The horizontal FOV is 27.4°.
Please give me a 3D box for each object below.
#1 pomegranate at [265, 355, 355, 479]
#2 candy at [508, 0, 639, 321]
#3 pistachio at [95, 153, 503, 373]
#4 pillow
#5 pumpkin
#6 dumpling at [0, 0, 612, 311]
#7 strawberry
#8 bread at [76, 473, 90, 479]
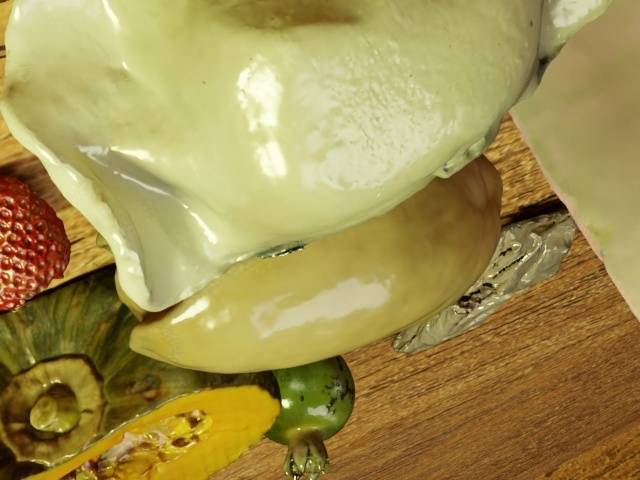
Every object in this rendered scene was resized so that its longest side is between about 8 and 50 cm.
[{"bbox_3d":[-0.018,0.167,1.278,0.115,0.142,0.114,-4,146,-3],"label":"pomegranate"},{"bbox_3d":[0.226,-0.082,0.859,0.116,0.265,0.155,2,143,-47],"label":"candy"},{"bbox_3d":[0.000,0.000,0.896,0.293,0.162,0.181,-21,164,-22],"label":"pistachio"},{"bbox_3d":[0.181,0.048,1.388,0.135,0.049,0.248,-17,159,-39],"label":"pillow"},{"bbox_3d":[-0.176,0.129,0.996,0.281,0.139,0.190,-23,155,-13],"label":"pumpkin"},{"bbox_3d":[-0.013,-0.117,0.685,0.318,0.187,0.243,-38,119,1],"label":"dumpling"},{"bbox_3d":[-0.190,-0.004,0.799,0.073,0.073,0.083,-24,122,-15],"label":"strawberry"},{"bbox_3d":[-0.214,0.231,1.315,0.090,0.035,0.094,-28,158,-6],"label":"bread"}]
